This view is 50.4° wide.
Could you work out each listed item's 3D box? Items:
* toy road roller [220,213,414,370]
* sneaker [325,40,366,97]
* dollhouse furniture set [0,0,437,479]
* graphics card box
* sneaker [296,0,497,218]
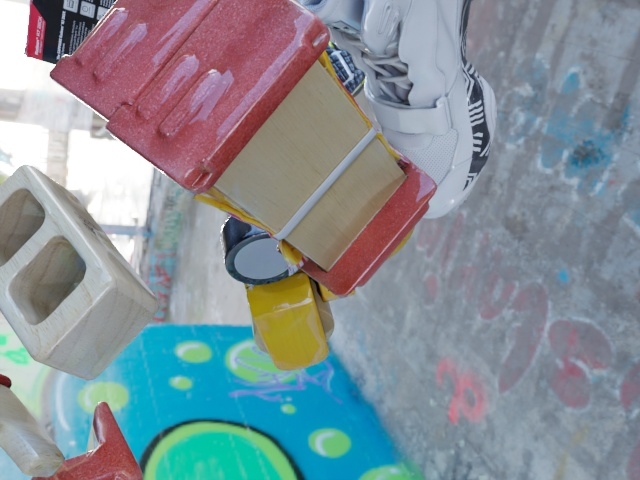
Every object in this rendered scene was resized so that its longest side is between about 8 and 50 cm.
[{"bbox_3d":[0.000,0.000,0.910,0.329,0.241,0.202,79,176,-48],"label":"toy road roller"},{"bbox_3d":[-0.012,-0.235,1.189,0.300,0.121,0.111,-37,79,31],"label":"sneaker"},{"bbox_3d":[-0.118,0.025,0.436,0.374,0.201,0.152,-49,55,-1],"label":"dollhouse furniture set"},{"bbox_3d":[-0.303,-0.382,1.183,0.094,0.371,0.232,-89,16,-59],"label":"graphics card box"},{"bbox_3d":[0.064,-0.173,0.661,0.137,0.210,0.365,22,125,40],"label":"sneaker"}]
